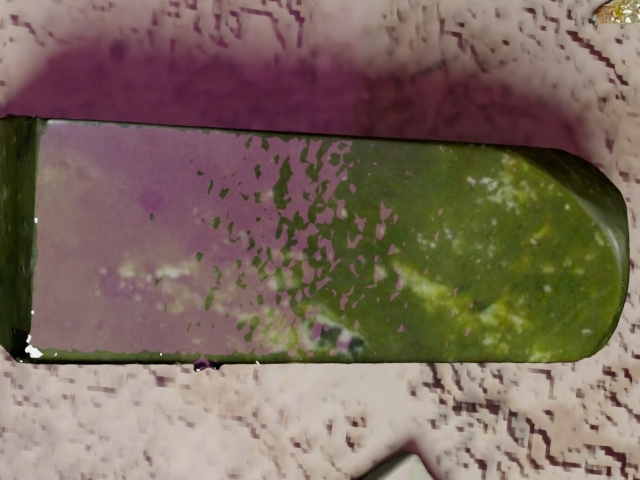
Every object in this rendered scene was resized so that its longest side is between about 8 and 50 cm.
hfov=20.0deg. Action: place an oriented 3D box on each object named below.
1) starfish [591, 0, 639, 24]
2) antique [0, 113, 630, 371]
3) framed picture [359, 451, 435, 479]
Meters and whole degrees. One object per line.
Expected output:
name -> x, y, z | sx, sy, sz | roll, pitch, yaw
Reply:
starfish -> 0.148, -0.097, 0.694 | 0.092, 0.016, 0.086 | -12, 118, 1
antique -> 0.000, 0.000, 0.633 | 0.221, 0.081, 0.080 | 1, 95, -18
framed picture -> 0.029, 0.274, 0.689 | 0.240, 0.020, 0.324 | -35, 103, -12
